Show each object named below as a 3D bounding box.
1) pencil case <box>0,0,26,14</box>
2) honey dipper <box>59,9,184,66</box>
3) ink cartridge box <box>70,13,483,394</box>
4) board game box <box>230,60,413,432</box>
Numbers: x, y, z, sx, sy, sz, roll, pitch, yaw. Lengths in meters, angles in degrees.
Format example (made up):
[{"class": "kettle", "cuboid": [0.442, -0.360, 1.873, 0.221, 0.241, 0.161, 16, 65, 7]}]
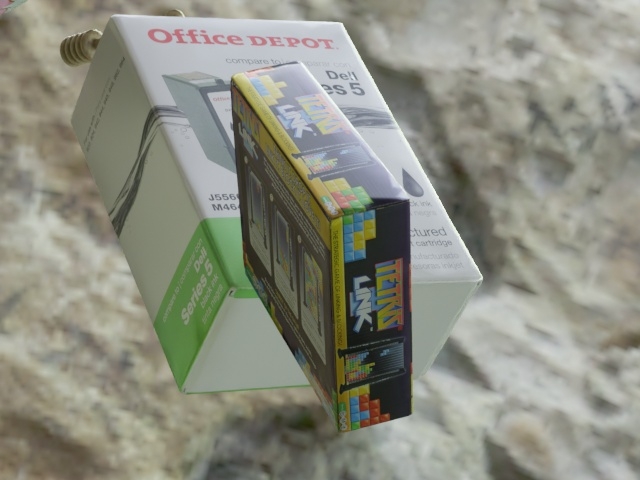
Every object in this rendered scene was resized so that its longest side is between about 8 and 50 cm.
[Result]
[{"class": "pencil case", "cuboid": [-0.216, -0.155, 0.765, 0.167, 0.160, 0.386, 27, -166, 3]}, {"class": "honey dipper", "cuboid": [-0.177, -0.183, 1.612, 0.161, 0.030, 0.030, -8, -165, 47]}, {"class": "ink cartridge box", "cuboid": [-0.039, -0.033, 1.283, 0.198, 0.114, 0.273, -2, -133, -30]}, {"class": "board game box", "cuboid": [0.000, 0.000, 1.001, 0.048, 0.141, 0.170, -12, -145, -16]}]
